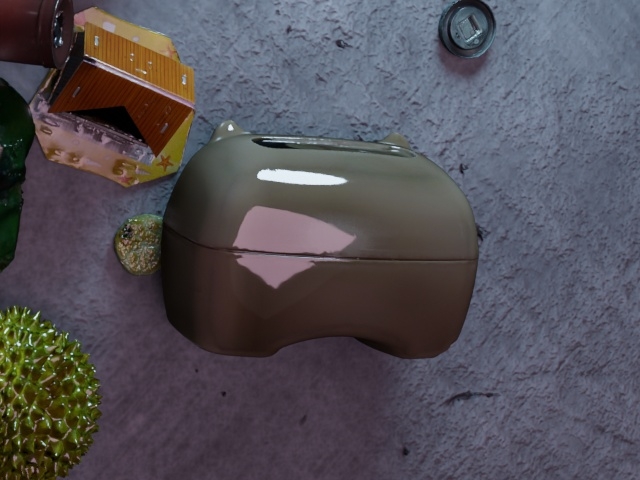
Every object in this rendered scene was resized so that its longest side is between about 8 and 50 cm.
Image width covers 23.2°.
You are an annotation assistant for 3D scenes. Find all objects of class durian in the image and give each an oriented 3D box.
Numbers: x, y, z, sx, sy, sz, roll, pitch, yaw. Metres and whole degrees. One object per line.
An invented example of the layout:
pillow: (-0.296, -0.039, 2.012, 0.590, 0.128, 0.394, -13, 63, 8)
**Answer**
durian: (-0.374, 0.195, 1.938, 0.237, 0.176, 0.200, 56, 44, -12)

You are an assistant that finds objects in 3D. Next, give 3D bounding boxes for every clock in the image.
clock: (0.202, -0.294, 2.154, 0.085, 0.017, 0.085, -4, 101, -21)

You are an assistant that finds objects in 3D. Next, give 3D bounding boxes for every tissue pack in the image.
tissue pack: (0.000, 0.000, 1.994, 0.387, 0.267, 0.277, 2, 103, -20)

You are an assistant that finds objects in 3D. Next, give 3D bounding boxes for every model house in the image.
model house: (-0.234, -0.168, 1.943, 0.219, 0.136, 0.207, 24, 89, -24)

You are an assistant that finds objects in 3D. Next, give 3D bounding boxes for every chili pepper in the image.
chili pepper: (-0.425, -0.079, 1.892, 0.148, 0.116, 0.265, 14, 92, -8)

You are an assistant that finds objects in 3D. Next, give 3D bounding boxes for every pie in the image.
pie: (-0.228, 0.005, 2.042, 0.085, 0.017, 0.085, -3, 100, -20)

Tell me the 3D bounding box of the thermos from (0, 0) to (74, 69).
thermos: (-0.416, -0.266, 1.858, 0.232, 0.099, 0.124, 8, 57, 7)
